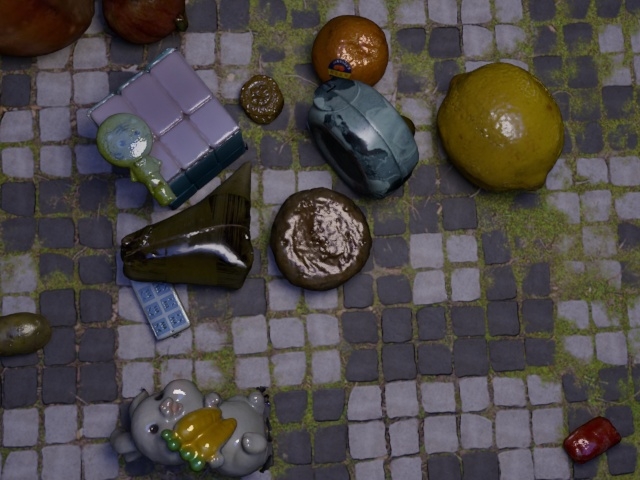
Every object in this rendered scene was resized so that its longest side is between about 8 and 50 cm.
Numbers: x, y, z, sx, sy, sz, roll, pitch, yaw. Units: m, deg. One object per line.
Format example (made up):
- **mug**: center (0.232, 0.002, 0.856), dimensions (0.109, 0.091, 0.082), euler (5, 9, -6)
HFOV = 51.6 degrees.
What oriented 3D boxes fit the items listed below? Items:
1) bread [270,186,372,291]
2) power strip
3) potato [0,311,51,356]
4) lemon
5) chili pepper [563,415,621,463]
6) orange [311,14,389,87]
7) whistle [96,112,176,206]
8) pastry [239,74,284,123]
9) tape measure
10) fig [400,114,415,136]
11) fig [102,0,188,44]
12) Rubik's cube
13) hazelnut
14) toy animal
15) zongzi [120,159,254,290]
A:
- **bread**: center (0.000, 0.000, 1.458), dimensions (0.230, 0.123, 0.230), euler (1, 79, -6)
- **power strip**: center (-0.356, 0.126, 1.461), dimensions (0.081, 0.035, 0.192), euler (-25, 87, -7)
- **potato**: center (-0.650, 0.200, 1.412), dimensions (0.138, 0.070, 0.092), euler (-9, 86, -5)
- **lemon**: center (0.392, -0.239, 1.444), dimensions (0.258, 0.258, 0.310), euler (-32, 74, -7)
- **chili pepper**: center (0.605, 0.450, 1.482), dimensions (0.123, 0.070, 0.073), euler (-29, 103, -9)
- **orange**: center (0.066, -0.416, 1.491), dimensions (0.177, 0.155, 0.178), euler (0, 92, -4)
- **whistle**: center (-0.343, -0.151, 1.257), dimensions (0.104, 0.057, 0.198), euler (-37, 95, -13)
- **pastry**: center (-0.133, -0.322, 1.517), dimensions (0.097, 0.057, 0.109), euler (-14, 83, 0)
- **tape measure**: center (0.088, -0.224, 1.420), dimensions (0.147, 0.256, 0.275), euler (-41, 83, -7)
- **fig**: center (0.176, -0.256, 1.525), dimensions (0.088, 0.074, 0.074), euler (40, 82, 24)
- **fig**: center (-0.379, -0.525, 1.462), dimensions (0.205, 0.205, 0.205), euler (0, 84, -4)
- **Rubik's cube**: center (-0.312, -0.227, 1.405), dimensions (0.224, 0.231, 0.221), euler (-40, 88, -6)
- **hazelnut**: center (-0.638, -0.573, 1.393), dimensions (0.372, 0.315, 0.372), euler (-8, 68, 20)
- **toy animal**: center (-0.260, 0.382, 1.350), dimensions (0.310, 0.247, 0.183), euler (9, 66, -18)
- **zongzi**: center (-0.284, -0.051, 1.438), dimensions (0.273, 0.145, 0.300), euler (5, 70, -13)
